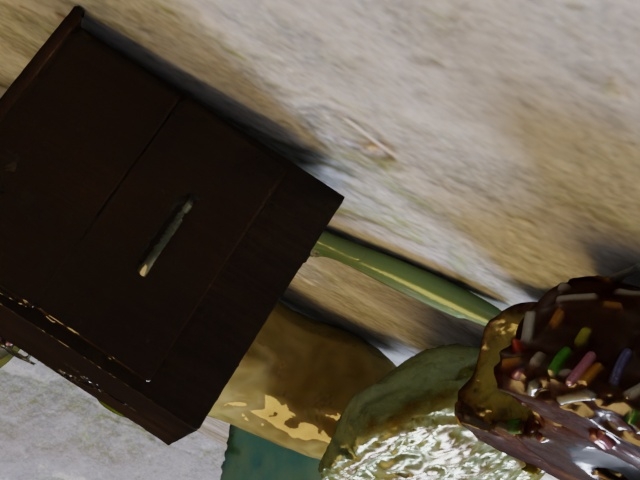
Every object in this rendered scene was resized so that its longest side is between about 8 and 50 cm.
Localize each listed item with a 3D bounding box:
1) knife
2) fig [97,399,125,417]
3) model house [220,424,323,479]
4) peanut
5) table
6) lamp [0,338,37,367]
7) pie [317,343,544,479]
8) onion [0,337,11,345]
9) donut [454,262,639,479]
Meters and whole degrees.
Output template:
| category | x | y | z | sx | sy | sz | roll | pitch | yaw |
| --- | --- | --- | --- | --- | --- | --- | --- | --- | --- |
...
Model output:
| category | x | y | z | sx | sy | sz | roll | pitch | yaw |
| --- | --- | --- | --- | --- | --- | --- | --- | --- | --- |
| knife | -0.001 | 0.002 | 0.779 | 0.293 | 0.020 | 0.043 | 25 | 161 | 15 |
| fig | -0.193 | 0.108 | 1.169 | 0.167 | 0.167 | 0.233 | 20 | 169 | 26 |
| model house | 0.043 | 0.290 | 1.321 | 0.241 | 0.225 | 0.261 | 21 | 174 | -32 |
| peanut | -0.064 | 0.111 | 1.007 | 0.319 | 0.147 | 0.147 | 23 | 163 | 11 |
| table | -0.121 | 0.002 | 0.677 | 0.193 | 0.169 | 0.172 | 34 | 161 | -5 |
| lamp | -0.423 | 0.068 | 1.238 | 0.284 | 0.250 | 0.250 | 35 | 168 | 27 |
| pie | 0.100 | 0.160 | 0.889 | 0.201 | 0.090 | 0.248 | -18 | 148 | 1 |
| onion | -0.217 | -0.001 | 0.840 | 0.207 | 0.200 | 0.200 | 7 | 153 | 50 |
| donut | 0.187 | 0.095 | 0.621 | 0.216 | 0.096 | 0.230 | 21 | 162 | 15 |
